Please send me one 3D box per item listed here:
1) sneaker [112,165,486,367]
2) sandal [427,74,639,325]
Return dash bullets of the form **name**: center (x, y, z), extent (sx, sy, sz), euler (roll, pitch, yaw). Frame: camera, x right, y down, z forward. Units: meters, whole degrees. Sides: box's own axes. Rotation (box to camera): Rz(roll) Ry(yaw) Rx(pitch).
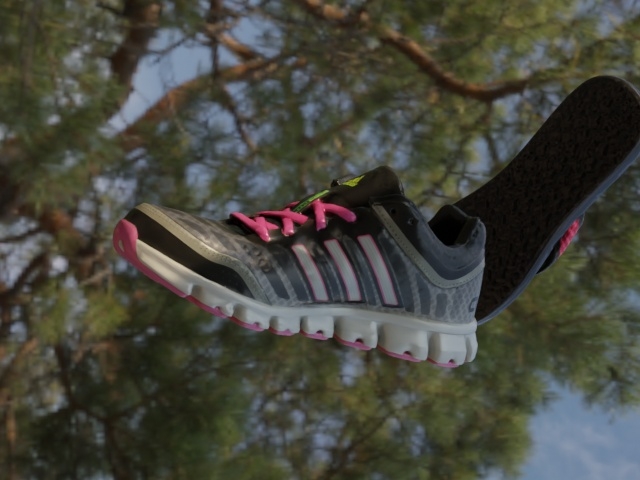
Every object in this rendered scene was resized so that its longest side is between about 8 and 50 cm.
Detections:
- **sneaker**: center (0.000, 0.000, 0.445), extent (0.063, 0.170, 0.074), euler (29, -77, 64)
- **sandal**: center (0.115, -0.013, 0.596), extent (0.179, 0.040, 0.067), euler (-46, -119, 20)
